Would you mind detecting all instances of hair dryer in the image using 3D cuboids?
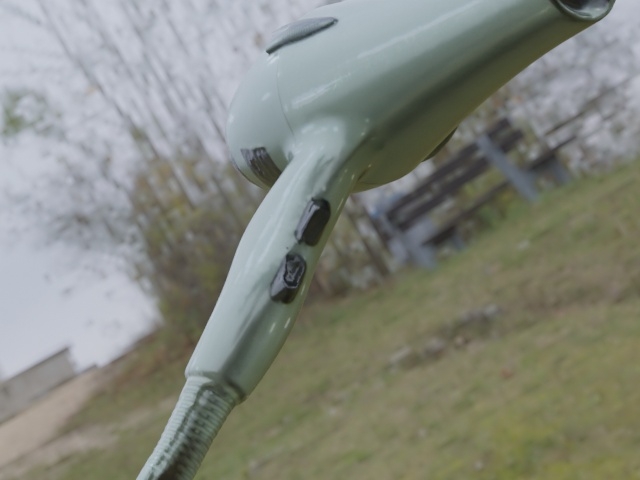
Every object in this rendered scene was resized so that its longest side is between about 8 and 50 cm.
[{"bbox_3d":[0.025,-0.026,0.745,0.229,0.092,0.267,-37,26,36],"label":"hair dryer"}]
